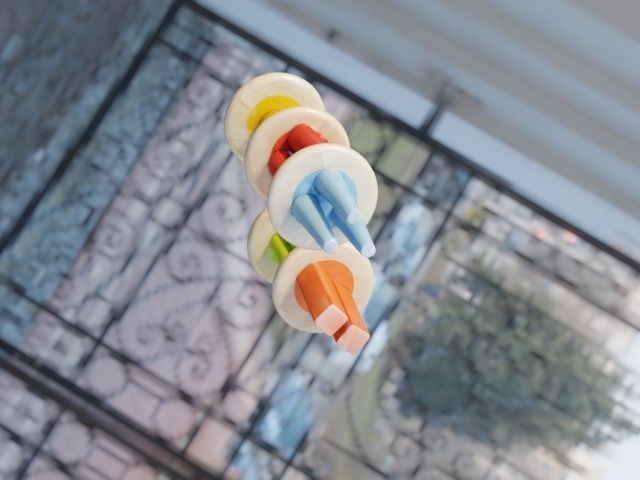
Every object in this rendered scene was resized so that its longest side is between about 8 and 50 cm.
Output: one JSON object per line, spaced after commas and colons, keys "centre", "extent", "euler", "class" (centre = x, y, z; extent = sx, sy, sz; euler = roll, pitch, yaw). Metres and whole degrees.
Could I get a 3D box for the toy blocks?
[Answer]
{"centre": [0.000, 0.000, 0.870], "extent": [0.148, 0.054, 0.123], "euler": [-121, -162, -61], "class": "toy blocks"}
